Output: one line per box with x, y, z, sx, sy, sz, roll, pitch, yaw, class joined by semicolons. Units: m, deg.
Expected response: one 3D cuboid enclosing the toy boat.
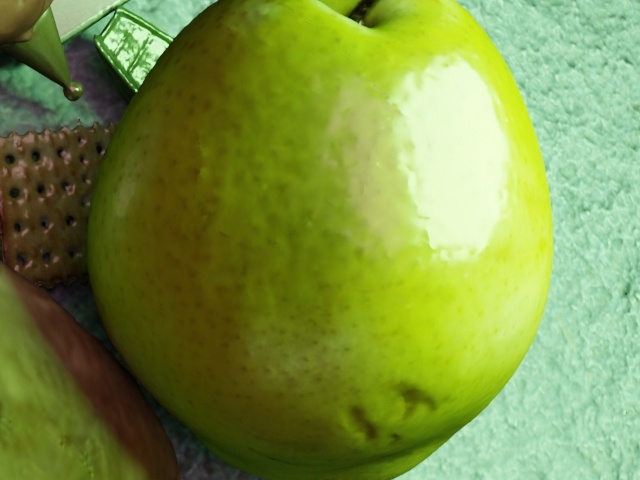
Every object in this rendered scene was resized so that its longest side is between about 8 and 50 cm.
-0.086;-0.104;1.078;0.293;0.055;0.093;36;61;-18;toy boat

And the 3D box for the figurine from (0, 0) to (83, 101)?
-0.286;-0.256;0.883;0.166;0.207;0.387;-42;119;-10;figurine

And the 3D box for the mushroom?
-0.250;0.166;0.754;0.397;0.313;0.224;39;104;-21;mushroom

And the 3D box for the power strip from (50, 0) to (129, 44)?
-0.240;-0.285;1.035;0.213;0.064;0.198;-39;102;-20;power strip

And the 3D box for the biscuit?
-0.182;-0.035;1.004;0.203;0.016;0.144;-10;96;-31;biscuit

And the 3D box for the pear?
0.000;0.000;0.901;0.362;0.418;0.362;2;36;-1;pear
